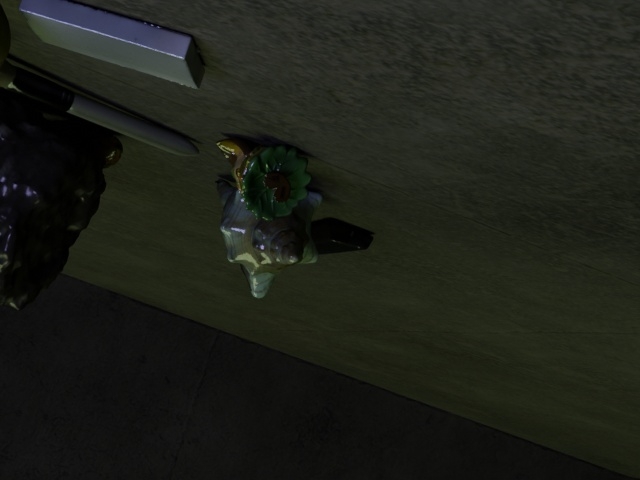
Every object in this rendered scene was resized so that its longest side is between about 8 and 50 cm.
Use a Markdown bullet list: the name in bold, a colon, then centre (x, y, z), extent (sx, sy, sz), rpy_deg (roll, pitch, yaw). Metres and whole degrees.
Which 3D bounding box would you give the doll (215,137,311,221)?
- **doll**: centre (-0.053, -0.075, 2.000), extent (0.078, 0.077, 0.113), rpy_deg (51, -174, -28)

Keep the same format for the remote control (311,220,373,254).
- **remote control**: centre (0.000, 0.000, 2.416), extent (0.063, 0.025, 0.245), rpy_deg (16, 173, -15)

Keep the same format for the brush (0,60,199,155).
- **brush**: centre (-0.245, -0.136, 2.022), extent (0.299, 0.039, 0.042), rpy_deg (22, 169, -32)

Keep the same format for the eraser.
- **eraser**: centre (-0.176, -0.171, 1.701), extent (0.150, 0.023, 0.104), rpy_deg (18, 171, 6)

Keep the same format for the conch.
- **conch**: centre (-0.051, -0.007, 2.166), extent (0.114, 0.137, 0.234), rpy_deg (-7, -178, -3)

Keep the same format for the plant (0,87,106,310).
- **plant**: centre (-0.407, -0.079, 2.138), extent (0.312, 0.213, 0.215), rpy_deg (27, 174, 8)

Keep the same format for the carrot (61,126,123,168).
- **carrot**: centre (-0.314, -0.100, 2.293), extent (0.066, 0.066, 0.314), rpy_deg (24, 169, -35)

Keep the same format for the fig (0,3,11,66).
- **fig**: centre (-0.335, -0.178, 1.657), extent (0.153, 0.120, 0.136), rpy_deg (19, 171, -7)
